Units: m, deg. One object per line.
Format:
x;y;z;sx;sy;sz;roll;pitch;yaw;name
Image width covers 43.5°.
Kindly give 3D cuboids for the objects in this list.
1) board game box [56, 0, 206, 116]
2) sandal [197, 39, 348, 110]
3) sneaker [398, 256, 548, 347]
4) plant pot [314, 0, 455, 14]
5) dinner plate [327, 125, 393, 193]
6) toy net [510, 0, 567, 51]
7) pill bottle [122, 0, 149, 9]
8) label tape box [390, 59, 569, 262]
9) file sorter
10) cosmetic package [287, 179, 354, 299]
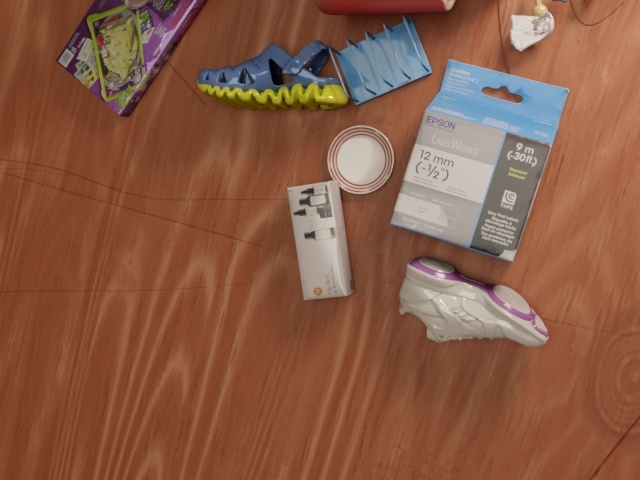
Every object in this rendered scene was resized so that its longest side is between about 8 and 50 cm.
-0.413;-0.474;1.776;0.208;0.056;0.346;41;103;14;board game box
-0.098;-0.342;1.662;0.318;0.126;0.138;2;90;8;sandal
0.297;0.148;1.589;0.305;0.114;0.152;25;113;17;sneaker
0.137;-0.539;1.493;0.243;0.275;0.274;14;97;16;plant pot
0.084;-0.167;1.665;0.141;0.017;0.141;1;92;15;dinner plate
0.452;-0.458;1.533;0.122;0.045;0.232;33;103;10;toy net
-0.415;-0.558;1.715;0.065;0.065;0.116;-35;83;15;pill bottle
0.307;-0.159;1.553;0.249;0.115;0.347;18;99;14;label tape box
0.117;-0.361;1.600;0.170;0.104;0.118;-21;86;16;file sorter
0.000;0.000;1.669;0.099;0.060;0.238;-8;93;22;cosmetic package
